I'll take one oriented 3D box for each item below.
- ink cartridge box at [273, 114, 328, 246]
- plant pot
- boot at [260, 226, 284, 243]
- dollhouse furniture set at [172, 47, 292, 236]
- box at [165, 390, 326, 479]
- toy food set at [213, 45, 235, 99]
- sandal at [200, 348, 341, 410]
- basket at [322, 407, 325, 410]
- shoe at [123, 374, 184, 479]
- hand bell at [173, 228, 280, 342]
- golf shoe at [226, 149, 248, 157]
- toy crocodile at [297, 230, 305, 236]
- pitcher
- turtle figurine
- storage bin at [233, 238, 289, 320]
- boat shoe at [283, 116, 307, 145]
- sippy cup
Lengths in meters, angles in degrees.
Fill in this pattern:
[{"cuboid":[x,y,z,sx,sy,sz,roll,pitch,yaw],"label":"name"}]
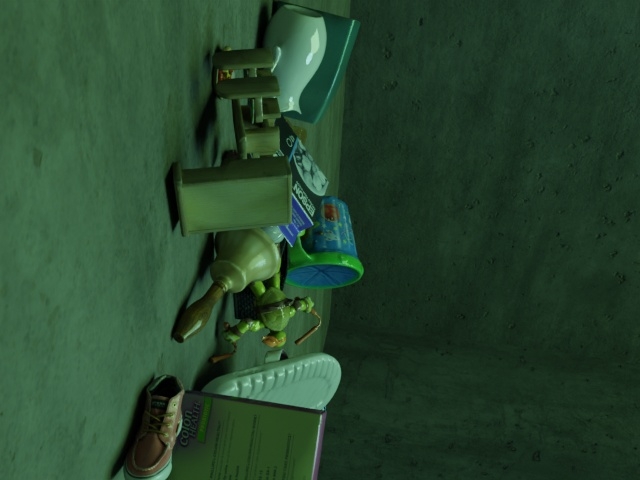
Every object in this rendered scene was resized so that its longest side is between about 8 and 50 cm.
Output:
[{"cuboid":[-0.071,-0.128,1.622,0.206,0.045,0.208,54,35,-29],"label":"ink cartridge box"},{"cuboid":[-0.026,-0.383,1.732,0.166,0.165,0.234,-61,166,-75],"label":"plant pot"},{"cuboid":[-0.095,-0.125,1.703,0.123,0.095,0.258,79,16,-57],"label":"boot"},{"cuboid":[-0.139,-0.134,1.196,0.212,0.160,0.242,92,-11,-45],"label":"dollhouse furniture set"},{"cuboid":[-0.126,0.367,1.286,0.117,0.242,0.214,66,31,-80],"label":"box"},{"cuboid":[-0.153,-0.268,1.275,0.082,0.020,0.083,11,86,-85],"label":"toy food set"},{"cuboid":[-0.100,0.278,1.564,0.416,0.102,0.169,8,114,-55],"label":"sandal"},{"cuboid":[-0.087,0.442,1.999,0.289,0.201,0.255,124,-24,-80],"label":"basket"},{"cuboid":[-0.225,0.254,1.079,0.178,0.063,0.081,-82,177,-72],"label":"shoe"},{"cuboid":[-0.170,0.083,1.297,0.242,0.126,0.126,-57,157,-50],"label":"hand bell"},{"cuboid":[-0.128,-0.119,1.462,0.186,0.067,0.086,-8,118,-66],"label":"golf shoe"},{"cuboid":[-0.070,-0.100,2.029,0.340,0.105,0.115,-60,158,-64],"label":"toy crocodile"},{"cuboid":[-0.072,-0.351,1.569,0.178,0.125,0.207,-37,147,-61],"label":"pitcher"},{"cuboid":[-0.112,0.123,1.549,0.087,0.269,0.218,-9,-85,56],"label":"turtle figurine"},{"cuboid":[-0.125,0.078,1.716,0.122,0.084,0.180,92,9,-46],"label":"storage bin"},{"cuboid":[-0.092,-0.240,1.748,0.170,0.059,0.063,15,89,-63],"label":"boat shoe"},{"cuboid":[0.000,0.000,2.271,0.305,0.239,0.224,108,-18,-67],"label":"sippy cup"}]
